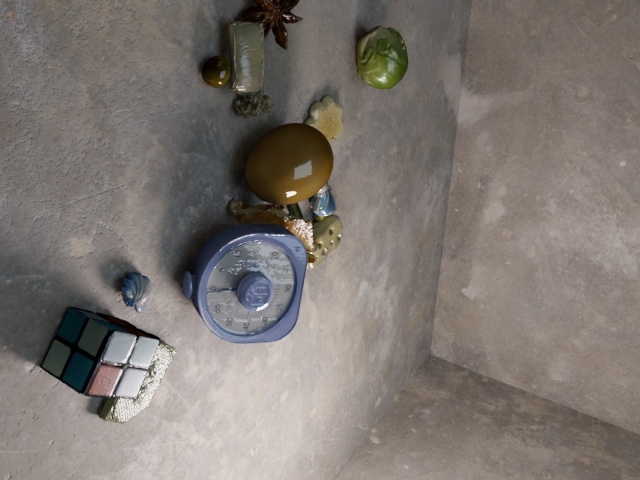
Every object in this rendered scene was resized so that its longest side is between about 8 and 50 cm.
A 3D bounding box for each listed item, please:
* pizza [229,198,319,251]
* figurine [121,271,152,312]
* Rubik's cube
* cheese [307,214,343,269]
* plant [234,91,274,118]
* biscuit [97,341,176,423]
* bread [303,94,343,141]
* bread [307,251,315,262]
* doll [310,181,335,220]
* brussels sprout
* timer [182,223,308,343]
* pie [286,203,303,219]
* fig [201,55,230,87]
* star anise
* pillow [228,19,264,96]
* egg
[{"bbox_3d":[-0.138,-0.052,1.822,0.365,0.182,0.074,22,51,-26],"label":"pizza"},{"bbox_3d":[-0.497,0.131,1.478,0.114,0.079,0.114,-17,90,-79],"label":"figurine"},{"bbox_3d":[-0.542,0.280,1.357,0.180,0.183,0.167,36,72,-61],"label":"Rubik's cube"},{"bbox_3d":[0.002,0.000,2.221,0.263,0.092,0.159,-45,141,-41],"label":"cheese"},{"bbox_3d":[-0.202,-0.432,1.651,0.116,0.104,0.122,-23,118,-41],"label":"plant"},{"bbox_3d":[-0.524,0.407,1.580,0.252,0.052,0.150,-64,150,-15],"label":"biscuit"},{"bbox_3d":[0.016,-0.448,2.069,0.251,0.038,0.182,-41,138,-43],"label":"bread"},{"bbox_3d":[-0.076,0.052,1.896,0.094,0.090,0.035,29,71,-59],"label":"bread"},{"bbox_3d":[0.002,-0.182,2.123,0.135,0.098,0.241,-33,135,-17],"label":"doll"},{"bbox_3d":[0.245,-0.719,2.160,0.244,0.244,0.244,-34,133,-48],"label":"brussels sprout"},{"bbox_3d":[-0.234,0.138,1.689,0.394,0.173,0.396,-10,113,-24],"label":"timer"},{"bbox_3d":[-0.080,-0.062,2.002,0.187,0.041,0.187,-19,90,-87],"label":"pie"},{"bbox_3d":[-0.287,-0.461,1.524,0.098,0.081,0.084,74,5,-66],"label":"fig"},{"bbox_3d":[-0.149,-0.667,1.611,0.212,0.111,0.196,-17,114,-47],"label":"star anise"},{"bbox_3d":[-0.209,-0.518,1.563,0.119,0.053,0.208,-15,115,-43],"label":"pillow"},{"bbox_3d":[-0.101,-0.243,1.762,0.322,0.250,0.250,-38,135,-39],"label":"egg"}]
